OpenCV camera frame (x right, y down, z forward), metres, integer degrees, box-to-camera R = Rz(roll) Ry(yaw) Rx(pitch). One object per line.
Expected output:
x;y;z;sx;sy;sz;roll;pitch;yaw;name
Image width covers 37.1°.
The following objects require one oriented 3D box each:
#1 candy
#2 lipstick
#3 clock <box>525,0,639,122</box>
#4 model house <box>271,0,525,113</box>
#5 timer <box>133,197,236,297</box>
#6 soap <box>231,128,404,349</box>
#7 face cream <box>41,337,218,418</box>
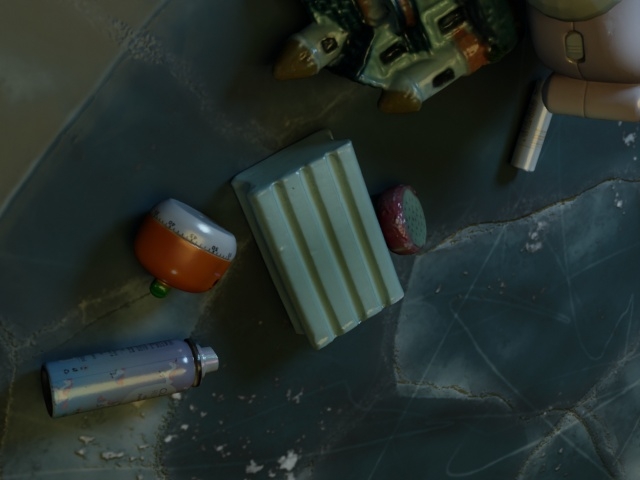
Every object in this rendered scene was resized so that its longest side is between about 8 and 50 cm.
0.117;-0.029;1.371;0.043;0.103;0.103;-14;127;27;candy
0.328;-0.177;1.455;0.040;0.040;0.141;6;106;-30;lipstick
0.364;-0.358;1.210;0.326;0.183;0.342;56;45;-48;clock
0.071;-0.275;1.201;0.291;0.184;0.253;-37;127;-5;model house
-0.181;0.021;1.225;0.136;0.099;0.136;-4;102;-19;timer
0.000;0.000;1.321;0.159;0.087;0.266;-30;121;-14;soap
-0.249;0.177;1.269;0.229;0.075;0.075;-9;114;-25;face cream
